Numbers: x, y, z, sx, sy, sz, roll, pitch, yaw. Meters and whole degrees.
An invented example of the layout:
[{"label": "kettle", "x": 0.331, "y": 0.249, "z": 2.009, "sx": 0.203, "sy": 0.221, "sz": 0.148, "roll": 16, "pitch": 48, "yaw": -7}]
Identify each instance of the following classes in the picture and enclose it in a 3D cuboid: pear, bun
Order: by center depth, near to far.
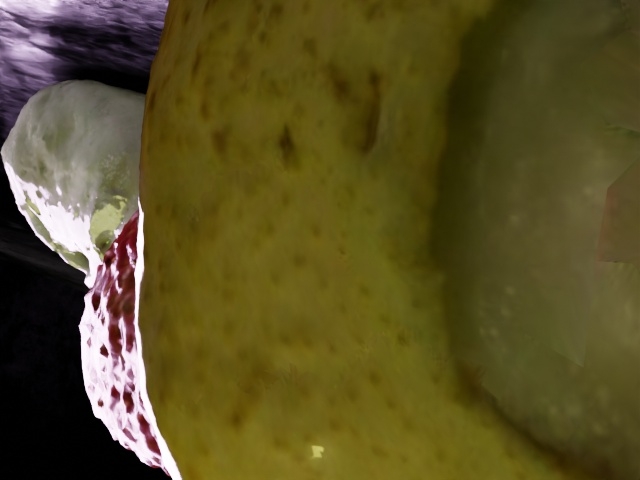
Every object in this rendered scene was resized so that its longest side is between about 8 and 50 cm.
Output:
[{"label": "pear", "x": 0.081, "y": -0.012, "z": 0.451, "sx": 0.271, "sy": 0.271, "sz": 0.271, "roll": 17, "pitch": 172, "yaw": 3}, {"label": "bun", "x": -0.110, "y": -0.020, "z": 1.260, "sx": 0.204, "sy": 0.126, "sz": 0.212, "roll": 19, "pitch": 173, "yaw": 7}]

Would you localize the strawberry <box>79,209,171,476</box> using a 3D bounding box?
[{"label": "strawberry", "x": -0.006, "y": 0.051, "z": 1.068, "sx": 0.288, "sy": 0.238, "sz": 0.250, "roll": -9, "pitch": 151, "yaw": 22}]
